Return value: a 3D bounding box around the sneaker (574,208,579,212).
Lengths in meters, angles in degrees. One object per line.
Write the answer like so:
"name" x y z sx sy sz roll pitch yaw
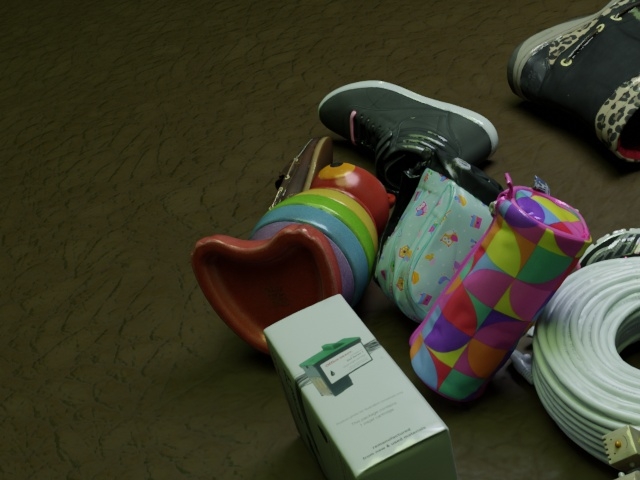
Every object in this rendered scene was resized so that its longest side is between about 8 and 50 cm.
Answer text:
"sneaker" 0.258 0.006 1.106 0.084 0.058 0.152 7 37 19

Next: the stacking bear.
"stacking bear" 0.000 0.000 1.129 0.175 0.164 0.289 -7 24 28

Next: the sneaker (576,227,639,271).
"sneaker" 0.375 0.027 1.033 0.170 0.063 0.075 -9 30 1

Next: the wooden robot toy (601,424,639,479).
"wooden robot toy" 0.257 0.248 0.766 0.079 0.076 0.173 -34 60 33

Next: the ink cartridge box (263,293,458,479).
"ink cartridge box" 0.040 0.178 0.869 0.092 0.160 0.219 -24 36 -13

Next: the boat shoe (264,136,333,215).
"boat shoe" -0.031 -0.080 1.316 0.073 0.073 0.207 0 38 16

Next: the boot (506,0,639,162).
"boot" 0.490 -0.259 1.313 0.377 0.138 0.284 -23 35 -4

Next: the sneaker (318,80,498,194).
"sneaker" 0.091 -0.146 1.331 0.296 0.104 0.147 18 42 32

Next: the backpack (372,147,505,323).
"backpack" 0.141 0.006 1.049 0.182 0.152 0.115 -58 18 1

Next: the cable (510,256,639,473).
"cable" 0.338 0.114 0.907 0.257 0.089 0.257 -19 36 -5

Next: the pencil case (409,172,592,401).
"pencil case" 0.174 0.051 0.930 0.104 0.236 0.104 20 28 -11
